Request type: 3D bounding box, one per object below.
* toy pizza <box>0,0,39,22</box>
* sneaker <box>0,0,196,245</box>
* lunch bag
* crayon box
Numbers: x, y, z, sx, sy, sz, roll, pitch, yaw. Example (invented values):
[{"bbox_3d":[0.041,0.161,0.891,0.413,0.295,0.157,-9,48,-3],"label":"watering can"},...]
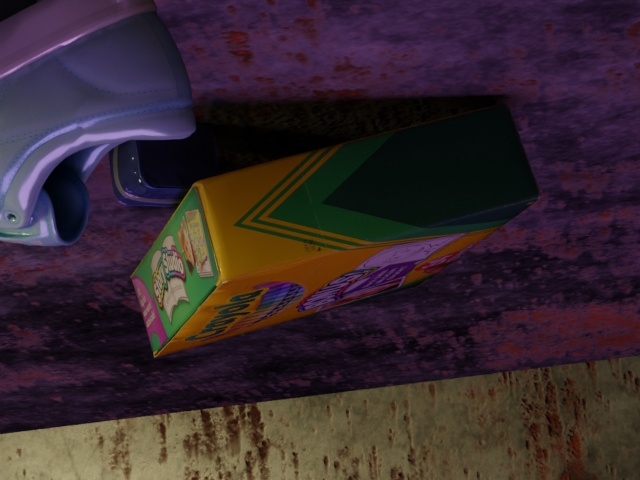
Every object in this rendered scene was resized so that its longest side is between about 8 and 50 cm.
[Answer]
[{"bbox_3d":[-0.254,-0.157,1.313,0.201,0.032,0.201,-7,164,-2],"label":"toy pizza"},{"bbox_3d":[-0.248,-0.044,1.254,0.366,0.150,0.135,-29,177,25],"label":"sneaker"},{"bbox_3d":[-0.142,-0.068,1.629,0.098,0.067,0.065,3,164,-34],"label":"lunch bag"},{"bbox_3d":[0.000,0.000,1.739,0.313,0.106,0.363,-16,170,-18],"label":"crayon box"}]
